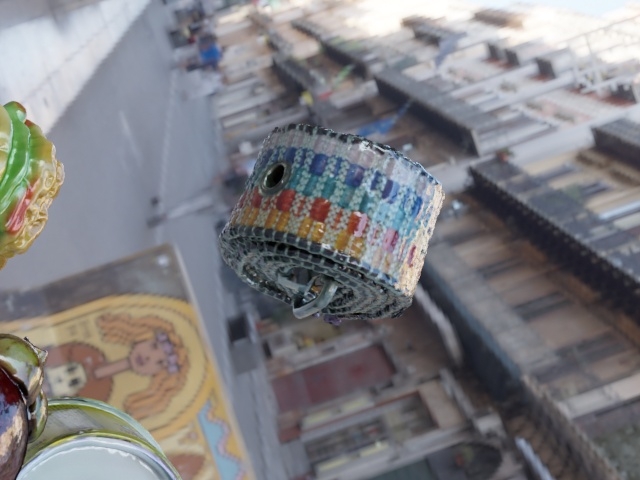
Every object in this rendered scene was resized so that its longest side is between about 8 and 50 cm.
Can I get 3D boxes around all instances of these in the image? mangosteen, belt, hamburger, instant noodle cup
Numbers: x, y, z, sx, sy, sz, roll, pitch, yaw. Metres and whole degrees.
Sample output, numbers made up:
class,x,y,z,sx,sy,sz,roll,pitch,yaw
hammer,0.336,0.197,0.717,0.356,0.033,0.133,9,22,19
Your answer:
class,x,y,z,sx,sy,sz,roll,pitch,yaw
mangosteen,-0.303,0.142,0.953,0.200,0.199,0.200,161,-90,-87
belt,0.000,0.000,1.225,0.161,0.206,0.295,-70,-165,-15
hamburger,-0.423,-0.069,1.489,0.149,0.237,0.237,28,28,-39
instant noodle cup,-0.309,0.360,1.493,0.254,0.325,0.326,-20,-91,68
